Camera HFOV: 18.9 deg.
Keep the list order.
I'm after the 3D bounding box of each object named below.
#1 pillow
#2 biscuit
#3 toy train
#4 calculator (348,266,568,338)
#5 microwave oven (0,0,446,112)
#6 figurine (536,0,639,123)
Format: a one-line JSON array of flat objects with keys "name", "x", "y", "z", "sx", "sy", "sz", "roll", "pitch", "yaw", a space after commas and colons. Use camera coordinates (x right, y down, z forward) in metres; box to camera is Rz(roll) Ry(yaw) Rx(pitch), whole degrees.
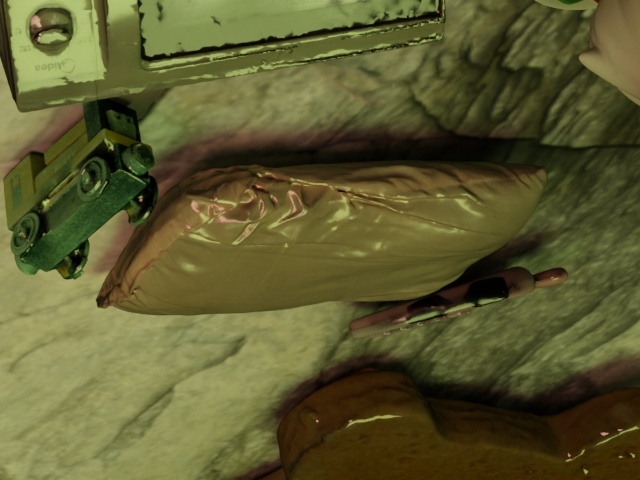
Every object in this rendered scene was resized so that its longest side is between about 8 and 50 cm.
[{"name": "pillow", "x": 0.000, "y": 0.000, "z": 1.283, "sx": 0.270, "sy": 0.067, "sz": 0.173, "roll": -2, "pitch": 152, "yaw": -26}, {"name": "biscuit", "x": 0.099, "y": 0.222, "z": 1.700, "sx": 0.394, "sy": 0.076, "sz": 0.368, "roll": 5, "pitch": 143, "yaw": -29}, {"name": "toy train", "x": -0.143, "y": -0.030, "z": 1.144, "sx": 0.050, "sy": 0.081, "sz": 0.122, "roll": 24, "pitch": 129, "yaw": -38}, {"name": "calculator", "x": 0.101, "y": 0.044, "z": 1.413, "sx": 0.166, "sy": 0.024, "sz": 0.103, "roll": -16, "pitch": 177, "yaw": -8}, {"name": "microwave oven", "x": -0.060, "y": -0.161, "z": 0.893, "sx": 0.205, "sy": 0.163, "sz": 0.129, "roll": -11, "pitch": 126, "yaw": -14}, {"name": "figurine", "x": 0.190, "y": -0.126, "z": 1.091, "sx": 0.132, "sy": 0.153, "sz": 0.132, "roll": -13, "pitch": 149, "yaw": -8}]
